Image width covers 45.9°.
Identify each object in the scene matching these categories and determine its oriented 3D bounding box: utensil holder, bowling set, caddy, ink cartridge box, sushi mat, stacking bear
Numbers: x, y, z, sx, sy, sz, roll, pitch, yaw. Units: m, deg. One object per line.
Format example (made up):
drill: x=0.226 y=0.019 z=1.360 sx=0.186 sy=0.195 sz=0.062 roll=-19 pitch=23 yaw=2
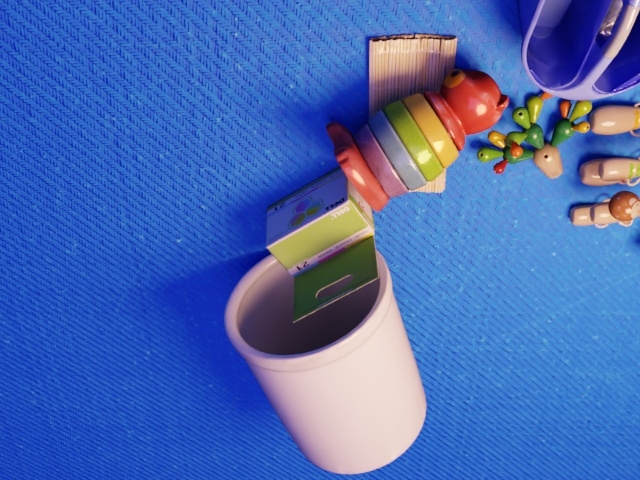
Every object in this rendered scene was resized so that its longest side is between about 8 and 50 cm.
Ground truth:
utensil holder: x=0.025 y=0.237 z=1.533 sx=0.328 sy=0.327 sz=0.385 roll=-14 pitch=129 yaw=9
bowling set: x=0.575 y=-0.092 z=1.383 sx=0.154 sy=0.199 sz=0.287 roll=-4 pitch=131 yaw=-1
caddy: x=0.437 y=-0.364 z=1.140 sx=0.241 sy=0.179 sz=0.341 roll=4 pitch=143 yaw=-3
ink cartridge box: x=0.000 y=0.000 z=1.390 sx=0.189 sy=0.255 sz=0.097 roll=-29 pitch=122 yaw=18
sushi mat: x=0.163 y=-0.222 z=1.378 sx=0.152 sy=0.019 sz=0.316 roll=-2 pitch=127 yaw=1
stacking bear: x=0.178 y=-0.189 z=1.300 sx=0.289 sy=0.175 sz=0.164 roll=-32 pitch=120 yaw=11

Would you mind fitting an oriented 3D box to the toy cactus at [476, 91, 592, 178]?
toy cactus: x=0.404 y=-0.177 z=1.378 sx=0.219 sy=0.112 sz=0.180 roll=-35 pitch=131 yaw=12
